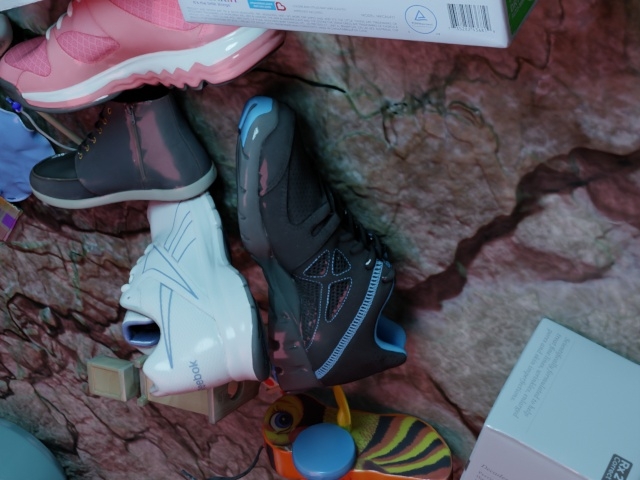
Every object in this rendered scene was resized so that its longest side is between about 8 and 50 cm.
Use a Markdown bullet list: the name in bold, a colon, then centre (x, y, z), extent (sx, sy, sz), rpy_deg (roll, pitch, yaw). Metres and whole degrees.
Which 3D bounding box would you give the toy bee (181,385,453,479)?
- **toy bee**: centre (-0.001, 0.217, 1.601), extent (0.298, 0.162, 0.195), rpy_deg (12, 135, -11)

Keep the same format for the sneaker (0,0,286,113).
- **sneaker**: centre (-0.179, -0.207, 1.306), extent (0.314, 0.116, 0.136), rpy_deg (-6, 117, 32)

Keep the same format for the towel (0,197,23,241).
- **towel**: centre (-0.389, -0.034, 1.707), extent (0.060, 0.009, 0.083), rpy_deg (38, 142, -4)

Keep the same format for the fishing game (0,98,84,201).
- **fishing game**: centre (-0.374, -0.106, 1.572), extent (0.264, 0.041, 0.189), rpy_deg (-16, 138, 36)

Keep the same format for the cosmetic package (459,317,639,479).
- **cosmetic package**: centre (0.233, 0.207, 1.386), extent (0.151, 0.151, 0.183), rpy_deg (26, 141, 12)

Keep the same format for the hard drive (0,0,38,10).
- **hard drive**: centre (-0.270, -0.362, 1.167), extent (0.237, 0.064, 0.339), rpy_deg (-4, 117, 38)

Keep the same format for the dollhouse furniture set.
- **dollhouse furniture set**: centre (-0.171, 0.103, 1.654), extent (0.182, 0.101, 0.161), rpy_deg (10, 111, 30)

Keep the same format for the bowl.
- **bowl**: centre (-0.488, 0.373, 2.093), extent (0.311, 0.163, 0.311), rpy_deg (20, 140, 18)

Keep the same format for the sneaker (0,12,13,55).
- **sneaker**: centre (-0.472, -0.210, 1.496), extent (0.350, 0.131, 0.148), rpy_deg (-15, 100, 34)

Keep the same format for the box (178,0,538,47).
- **box**: centre (0.010, -0.262, 0.953), extent (0.262, 0.127, 0.231), rpy_deg (9, 135, 29)

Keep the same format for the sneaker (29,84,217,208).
- **sneaker**: centre (-0.217, -0.104, 1.458), extent (0.222, 0.083, 0.118), rpy_deg (-3, 124, 27)

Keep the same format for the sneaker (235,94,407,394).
- **sneaker**: centre (0.000, 0.000, 1.396), extent (0.140, 0.125, 0.341), rpy_deg (-8, 128, 7)

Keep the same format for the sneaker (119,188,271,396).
- **sneaker**: centre (-0.142, 0.040, 1.410), extent (0.129, 0.297, 0.111), rpy_deg (-18, 125, -7)

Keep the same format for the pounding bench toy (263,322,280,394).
- **pounding bench toy**: centre (-0.040, 0.127, 1.584), extent (0.065, 0.052, 0.083), rpy_deg (46, 141, -14)
